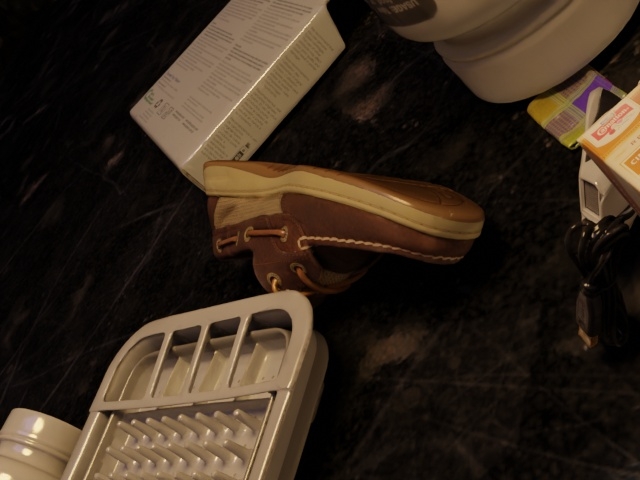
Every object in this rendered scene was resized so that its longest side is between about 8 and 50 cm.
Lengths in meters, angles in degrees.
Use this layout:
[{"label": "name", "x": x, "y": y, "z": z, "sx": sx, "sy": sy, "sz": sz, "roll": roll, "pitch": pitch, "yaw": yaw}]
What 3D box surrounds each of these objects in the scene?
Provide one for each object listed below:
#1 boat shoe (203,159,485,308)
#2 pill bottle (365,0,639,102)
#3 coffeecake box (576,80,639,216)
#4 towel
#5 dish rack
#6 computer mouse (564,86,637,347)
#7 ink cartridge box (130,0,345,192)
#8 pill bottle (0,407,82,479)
[{"label": "boat shoe", "x": 0.000, "y": 0.000, "z": 0.752, "sx": 0.342, "sy": 0.123, "sz": 0.123, "roll": 12, "pitch": 96, "yaw": 51}, {"label": "pill bottle", "x": 0.078, "y": -0.285, "z": 0.674, "sx": 0.204, "sy": 0.361, "sz": 0.204, "roll": -36, "pitch": 29, "yaw": 23}, {"label": "coffeecake box", "x": 0.216, "y": 0.012, "z": 0.391, "sx": 0.068, "sy": 0.142, "sz": 0.185, "roll": -44, "pitch": 31, "yaw": 11}, {"label": "towel", "x": 0.196, "y": -0.105, "z": 0.680, "sx": 0.060, "sy": 0.009, "sz": 0.083, "roll": -42, "pitch": 31, "yaw": 14}, {"label": "dish rack", "x": -0.119, "y": 0.210, "z": 0.698, "sx": 0.286, "sy": 0.072, "sz": 0.332, "roll": -15, "pitch": 45, "yaw": 44}, {"label": "computer mouse", "x": 0.184, "y": -0.029, "z": 0.546, "sx": 0.042, "sy": 0.106, "sz": 0.193, "roll": -1, "pitch": 44, "yaw": 24}, {"label": "ink cartridge box", "x": -0.095, "y": -0.237, "z": 1.162, "sx": 0.330, "sy": 0.071, "sz": 0.324, "roll": -47, "pitch": 29, "yaw": 0}, {"label": "pill bottle", "x": -0.295, "y": 0.274, "z": 0.812, "sx": 0.124, "sy": 0.124, "sz": 0.221, "roll": -13, "pitch": 48, "yaw": 47}]
